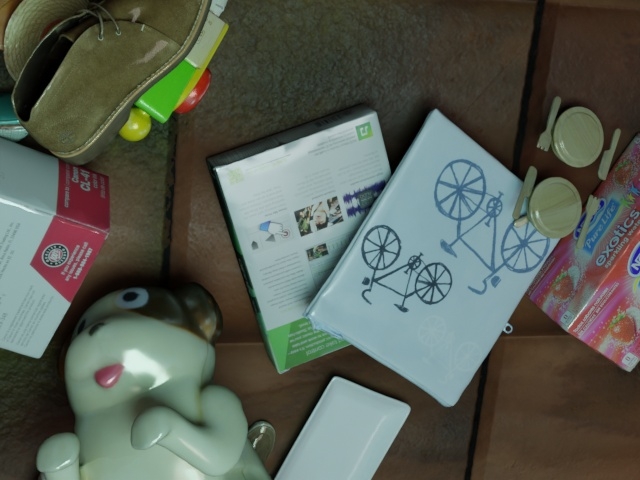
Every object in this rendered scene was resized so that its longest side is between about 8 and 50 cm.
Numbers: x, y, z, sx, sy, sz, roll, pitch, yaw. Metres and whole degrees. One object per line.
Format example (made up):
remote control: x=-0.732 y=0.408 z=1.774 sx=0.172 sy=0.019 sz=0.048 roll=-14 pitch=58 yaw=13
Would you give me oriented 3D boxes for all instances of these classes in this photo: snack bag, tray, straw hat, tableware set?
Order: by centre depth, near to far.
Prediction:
straw hat: x=-0.297 y=-0.226 z=1.377 sx=0.144 sy=0.061 sz=0.144 roll=-31 pitch=136 yaw=-37
snack bag: x=0.171 y=0.038 z=1.628 sx=0.323 sy=0.037 sz=0.342 roll=34 pitch=86 yaw=-34
tableware set: x=0.342 y=-0.096 z=1.652 sx=0.128 sy=0.039 sz=0.194 roll=24 pitch=81 yaw=-23
tray: x=0.011 y=0.333 z=1.736 sx=0.145 sy=0.030 sz=0.270 roll=25 pitch=100 yaw=-23

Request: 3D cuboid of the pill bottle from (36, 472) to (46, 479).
pill bottle: x=-0.357 y=0.401 z=1.596 sx=0.112 sy=0.112 sz=0.186 roll=19 pitch=103 yaw=-23

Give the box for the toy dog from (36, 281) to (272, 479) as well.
toy dog: x=-0.181 y=0.251 z=1.470 sx=0.285 sy=0.395 sz=0.407 roll=-22 pitch=86 yaw=25

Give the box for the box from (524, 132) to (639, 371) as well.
box: x=0.456 y=0.014 z=1.697 sx=0.142 sy=0.154 sz=0.300 roll=32 pitch=99 yaw=-25

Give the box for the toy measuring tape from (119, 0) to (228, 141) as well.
toy measuring tape: x=-0.167 y=-0.263 z=1.439 sx=0.121 sy=0.121 sz=0.330 roll=34 pitch=74 yaw=-25

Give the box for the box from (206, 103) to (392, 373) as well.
box: x=0.000 y=0.000 z=1.597 sx=0.232 sy=0.058 sz=0.322 roll=-20 pitch=113 yaw=-10

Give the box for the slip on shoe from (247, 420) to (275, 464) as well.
slip on shoe: x=-0.106 y=0.326 z=1.688 sx=0.051 sy=0.041 sz=0.135 roll=31 pitch=98 yaw=-25

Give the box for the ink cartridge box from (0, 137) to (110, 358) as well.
ink cartridge box: x=-0.431 y=-0.014 z=1.376 sx=0.306 sy=0.131 sz=0.226 roll=22 pitch=123 yaw=-23

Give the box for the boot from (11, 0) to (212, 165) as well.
boot: x=-0.228 y=-0.232 z=1.311 sx=0.305 sy=0.112 sz=0.115 roll=-55 pitch=147 yaw=-5

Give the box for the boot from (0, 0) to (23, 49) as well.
boot: x=-0.481 y=-0.275 z=1.324 sx=0.283 sy=0.109 sz=0.220 roll=-33 pitch=120 yaw=-12

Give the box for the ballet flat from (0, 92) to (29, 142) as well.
ballet flat: x=-0.434 y=-0.137 z=1.402 sx=0.222 sy=0.077 sz=0.079 roll=0 pitch=128 yaw=-13
